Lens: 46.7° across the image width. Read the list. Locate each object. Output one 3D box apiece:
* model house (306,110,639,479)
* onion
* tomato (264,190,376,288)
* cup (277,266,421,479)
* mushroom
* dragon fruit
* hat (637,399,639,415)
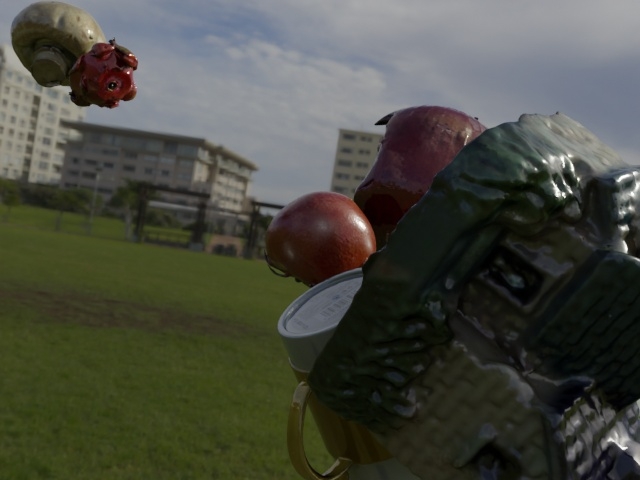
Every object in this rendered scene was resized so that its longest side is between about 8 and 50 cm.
[{"bbox_3d":[0.195,0.088,0.613,0.284,0.298,0.243,42,31,19],"label":"model house"},{"bbox_3d":[0.210,-0.073,1.297,0.341,0.341,0.341,9,0,0],"label":"onion"},{"bbox_3d":[0.000,0.000,1.108,0.167,0.167,0.167,9,0,0],"label":"tomato"},{"bbox_3d":[0.045,0.175,0.863,0.185,0.226,0.241,-7,25,48],"label":"cup"},{"bbox_3d":[-0.452,-0.335,1.289,0.166,0.127,0.166,0,-30,0],"label":"mushroom"},{"bbox_3d":[-0.316,-0.236,1.101,0.068,0.126,0.112,47,38,8],"label":"dragon fruit"},{"bbox_3d":[0.318,0.169,1.024,0.301,0.168,0.258,35,23,32],"label":"hat"}]
